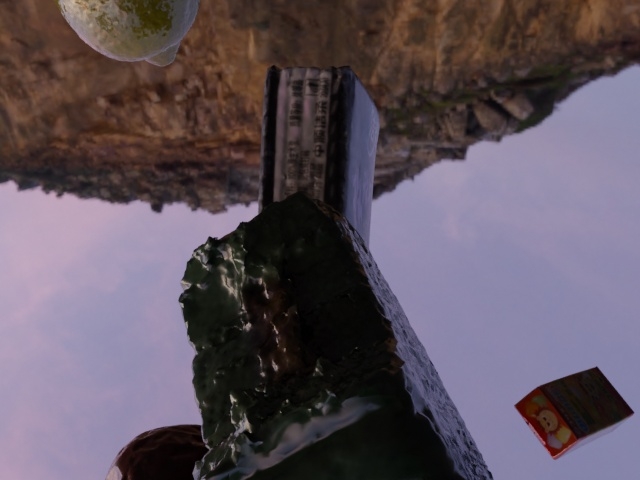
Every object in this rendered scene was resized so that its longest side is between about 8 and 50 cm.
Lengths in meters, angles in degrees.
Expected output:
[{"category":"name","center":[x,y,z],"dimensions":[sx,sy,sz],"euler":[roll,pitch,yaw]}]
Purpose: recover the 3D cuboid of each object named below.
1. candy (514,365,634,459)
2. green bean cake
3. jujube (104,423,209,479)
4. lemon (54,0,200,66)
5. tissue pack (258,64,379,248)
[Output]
[{"category":"candy","center":[0.248,0.164,0.746],"dimensions":[0.122,0.038,0.062],"euler":[-3,-130,-44]},{"category":"green bean cake","center":[0.002,0.122,0.597],"dimensions":[0.169,0.300,0.307],"euler":[-29,-102,7]},{"category":"jujube","center":[-0.115,0.281,0.834],"dimensions":[0.237,0.168,0.168],"euler":[9,-150,-29]},{"category":"lemon","center":[-0.253,-0.335,0.976],"dimensions":[0.184,0.248,0.184],"euler":[-27,-155,14]},{"category":"tissue pack","center":[0.000,0.000,0.894],"dimensions":[0.122,0.360,0.259],"euler":[2,178,8]}]
